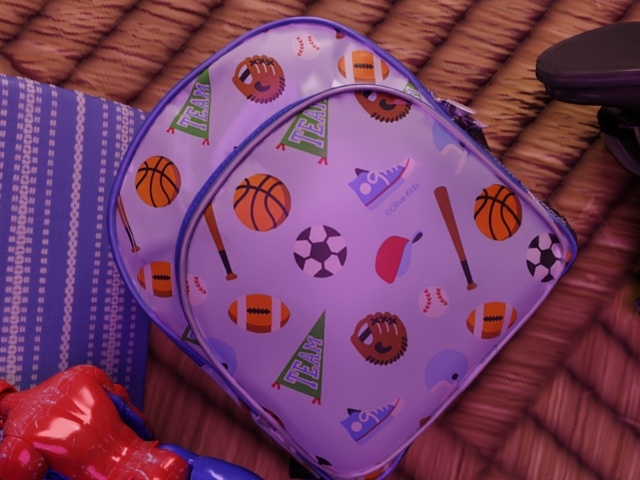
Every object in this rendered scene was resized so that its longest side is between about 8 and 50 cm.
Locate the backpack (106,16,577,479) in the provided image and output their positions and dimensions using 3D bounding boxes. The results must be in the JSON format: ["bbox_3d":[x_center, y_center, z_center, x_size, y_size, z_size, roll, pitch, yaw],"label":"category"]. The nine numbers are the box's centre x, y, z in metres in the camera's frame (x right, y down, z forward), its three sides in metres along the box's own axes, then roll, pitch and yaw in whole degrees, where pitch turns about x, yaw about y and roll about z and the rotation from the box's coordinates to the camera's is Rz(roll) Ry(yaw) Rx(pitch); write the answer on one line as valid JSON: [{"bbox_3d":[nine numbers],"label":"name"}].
[{"bbox_3d":[0.000,0.000,0.457,0.263,0.213,0.276,43,85,-1],"label":"backpack"}]

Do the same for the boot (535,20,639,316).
[{"bbox_3d":[0.273,-0.030,0.511,0.263,0.091,0.229,7,126,7],"label":"boot"}]

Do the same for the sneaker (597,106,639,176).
[{"bbox_3d":[0.285,-0.135,0.559,0.132,0.086,0.228,-6,91,-6],"label":"sneaker"}]

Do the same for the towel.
[{"bbox_3d":[-0.244,0.011,0.409,0.336,0.040,0.243,5,87,-50],"label":"towel"}]

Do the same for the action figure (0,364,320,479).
[{"bbox_3d":[-0.087,0.167,0.412,0.280,0.091,0.139,25,129,9],"label":"action figure"}]
